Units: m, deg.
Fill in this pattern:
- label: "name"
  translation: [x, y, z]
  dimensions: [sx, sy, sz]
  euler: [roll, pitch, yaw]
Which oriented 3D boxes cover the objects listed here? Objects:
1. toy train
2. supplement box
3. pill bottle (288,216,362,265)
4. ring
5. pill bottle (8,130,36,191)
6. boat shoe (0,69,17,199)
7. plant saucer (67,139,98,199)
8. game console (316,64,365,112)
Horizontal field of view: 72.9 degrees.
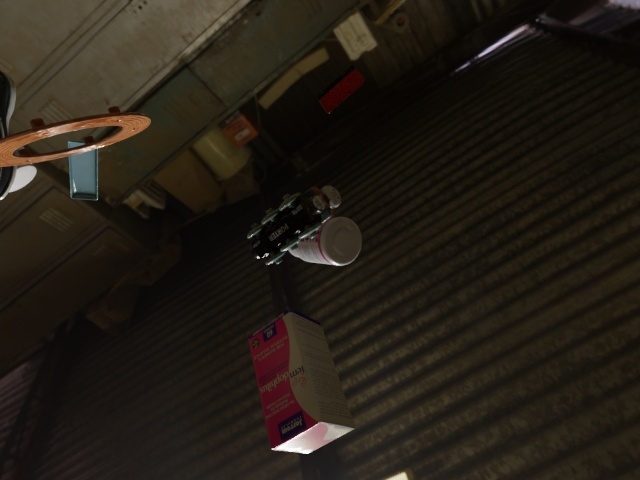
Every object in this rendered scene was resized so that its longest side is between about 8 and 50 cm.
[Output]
- label: "toy train"
  translation: [-0.080, -0.052, 1.286]
  dimensions: [0.333, 0.142, 0.190]
  euler: [-35, -179, 41]
- label: "supplement box"
  translation: [-0.040, 0.255, 0.795]
  dimensions: [0.111, 0.114, 0.220]
  euler: [-36, -130, 16]
- label: "pill bottle"
  translation: [0.000, 0.000, 1.515]
  dimensions: [0.283, 0.160, 0.160]
  euler: [1, -128, 58]
- label: "ring"
  translation: [-0.532, -0.221, 0.916]
  dimensions: [0.336, 0.032, 0.336]
  euler: [-18, -169, 4]
- label: "pill bottle"
  translation: [-0.963, -0.273, 1.243]
  dimensions: [0.152, 0.272, 0.152]
  euler: [-44, -177, 3]
- label: "boat shoe"
  translation: [-0.759, -0.240, 0.970]
  dimensions: [0.114, 0.303, 0.091]
  euler: [1, -174, -3]
- label: "plant saucer"
  translation: [-0.625, -0.184, 1.145]
  dimensions: [0.192, 0.067, 0.018]
  euler: [116, -34, -40]
- label: "game console"
  translation: [0.069, -0.444, 1.308]
  dimensions: [0.144, 0.085, 0.124]
  euler: [-37, 171, 14]
